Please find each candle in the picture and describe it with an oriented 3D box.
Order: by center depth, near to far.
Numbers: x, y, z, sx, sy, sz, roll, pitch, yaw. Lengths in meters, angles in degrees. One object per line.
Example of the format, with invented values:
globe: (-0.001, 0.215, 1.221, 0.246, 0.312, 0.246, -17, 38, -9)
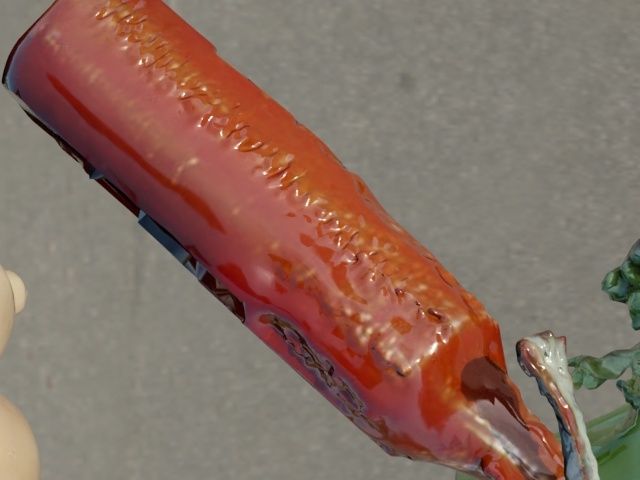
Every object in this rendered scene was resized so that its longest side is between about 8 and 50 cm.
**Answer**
candle: (0.000, 0.000, 0.366, 0.162, 0.053, 0.048, 43, 117, 19)

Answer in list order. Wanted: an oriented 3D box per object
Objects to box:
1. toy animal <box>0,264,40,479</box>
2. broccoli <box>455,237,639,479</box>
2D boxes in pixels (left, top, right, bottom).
toy animal: (-0.274, 0.105, 1.155, 0.221, 0.229, 0.210, -57, 10, -13)
broccoli: (0.257, 0.128, 1.024, 0.317, 0.338, 0.277, -31, 77, 39)
